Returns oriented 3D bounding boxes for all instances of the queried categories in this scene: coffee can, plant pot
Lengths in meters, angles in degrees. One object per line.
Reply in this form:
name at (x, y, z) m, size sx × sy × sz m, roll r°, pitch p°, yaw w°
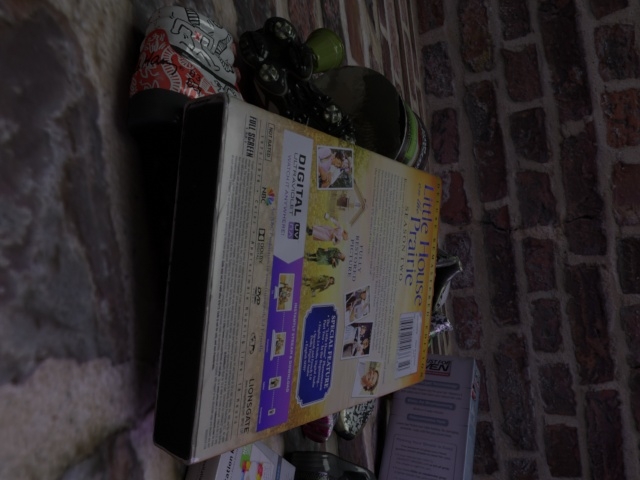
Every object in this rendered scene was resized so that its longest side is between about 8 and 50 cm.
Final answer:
coffee can at (0.089, -0.193, 0.929) m, size 0.275 × 0.201 × 0.201 m, roll -7°, pitch 90°, yaw -70°
plant pot at (-0.010, -0.343, 0.904) m, size 0.079 × 0.083 × 0.083 m, roll -50°, pitch 131°, yaw -47°

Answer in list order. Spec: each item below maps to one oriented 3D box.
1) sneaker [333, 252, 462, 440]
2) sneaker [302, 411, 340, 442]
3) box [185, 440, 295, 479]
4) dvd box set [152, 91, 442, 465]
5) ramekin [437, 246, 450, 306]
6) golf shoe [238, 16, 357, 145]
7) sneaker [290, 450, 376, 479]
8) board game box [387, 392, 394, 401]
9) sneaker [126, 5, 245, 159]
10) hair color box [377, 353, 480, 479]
sneaker at (0.136, 0.159, 0.872) m, size 0.158 × 0.182 × 0.410 m, roll 45°, pitch 59°, yaw -34°
sneaker at (0.002, 0.222, 0.766) m, size 0.075 × 0.063 × 0.170 m, roll -13°, pitch 101°, yaw -70°
box at (-0.088, 0.295, 0.529) m, size 0.186 × 0.038 × 0.145 m, roll 61°, pitch 30°, yaw -45°
dvd box set at (0.017, 0.042, 0.568) m, size 0.420 × 0.062 × 0.308 m, roll 5°, pitch 91°, yaw -52°
ramekin at (0.232, 0.102, 1.239) m, size 0.207 × 0.207 × 0.109 m, roll -63°, pitch 151°, yaw -57°
golf shoe at (-0.025, -0.168, 0.683) m, size 0.120 × 0.105 × 0.273 m, roll 147°, pitch -78°, yaw -84°
sneaker at (0.019, 0.397, 0.727) m, size 0.227 × 0.087 × 0.130 m, roll 50°, pitch 40°, yaw -52°
board game box at (0.209, 0.335, 1.322) m, size 0.181 × 0.043 × 0.092 m, roll -66°, pitch 143°, yaw -55°
sneaker at (-0.100, -0.139, 0.554) m, size 0.270 × 0.090 × 0.145 m, roll 32°, pitch 57°, yaw -62°
hair color box at (0.256, 0.457, 1.127) m, size 0.113 × 0.185 × 0.374 m, roll 56°, pitch 42°, yaw -47°
